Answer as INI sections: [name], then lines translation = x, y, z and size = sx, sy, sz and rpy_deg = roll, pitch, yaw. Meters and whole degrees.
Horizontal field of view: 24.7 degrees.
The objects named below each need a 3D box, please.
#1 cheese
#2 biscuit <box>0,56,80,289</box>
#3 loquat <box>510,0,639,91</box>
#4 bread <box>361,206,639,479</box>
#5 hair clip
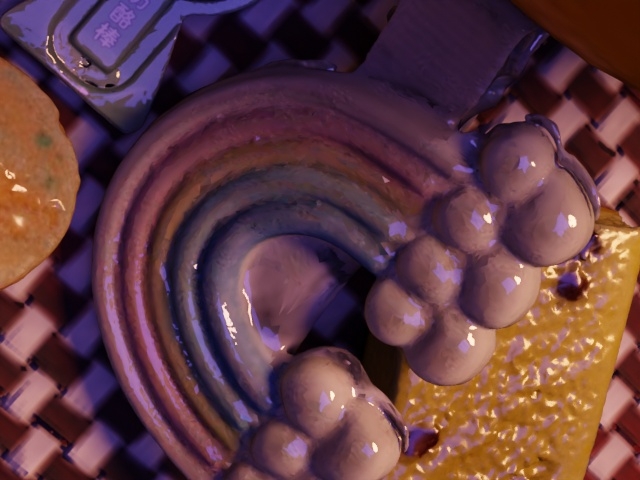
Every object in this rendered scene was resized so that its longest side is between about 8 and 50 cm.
[cheese]
translation = -0.046, -0.098, 0.485
size = 0.067, 0.026, 0.120
rpy_deg = 41, 90, -17
[biscuit]
translation = -0.176, -0.050, 0.425
size = 0.234, 0.030, 0.153
rpy_deg = 25, 65, -34
[loquat]
translation = 0.163, -0.176, 0.371
size = 0.328, 0.328, 0.328
rpy_deg = -3, 101, -13
[bread]
translation = 0.048, 0.092, 0.532
size = 0.088, 0.049, 0.226
rpy_deg = 10, 99, -15
[hair clip]
translation = 0.000, 0.000, 0.483
size = 0.140, 0.054, 0.220
rpy_deg = 40, 109, 7
